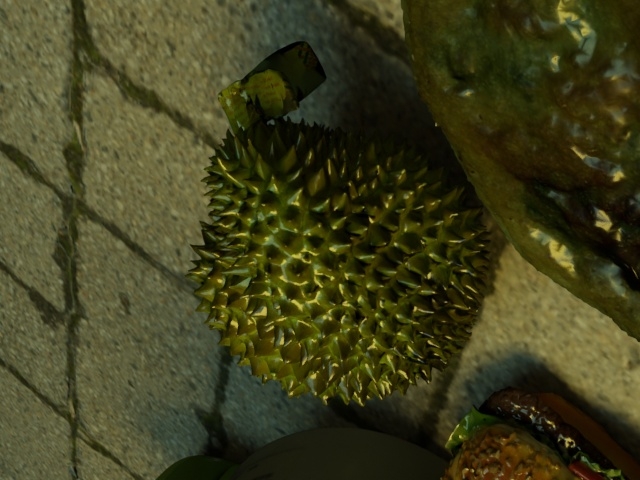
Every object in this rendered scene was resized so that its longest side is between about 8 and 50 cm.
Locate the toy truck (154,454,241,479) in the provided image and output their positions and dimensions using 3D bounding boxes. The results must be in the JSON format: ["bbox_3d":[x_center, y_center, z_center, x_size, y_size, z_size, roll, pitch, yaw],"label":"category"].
[{"bbox_3d":[-0.061,0.258,1.070,0.211,0.148,0.187,-25,100,34],"label":"toy truck"}]

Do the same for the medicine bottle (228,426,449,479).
[{"bbox_3d":[-0.002,0.275,0.862,0.238,0.232,0.237,7,114,16],"label":"medicine bottle"}]

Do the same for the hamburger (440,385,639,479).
[{"bbox_3d":[0.140,0.164,0.785,0.166,0.087,0.137,42,145,10],"label":"hamburger"}]

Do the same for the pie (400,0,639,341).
[{"bbox_3d":[0.162,-0.049,0.575,0.323,0.070,0.323,30,143,26],"label":"pie"}]

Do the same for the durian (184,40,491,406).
[{"bbox_3d":[0.008,0.011,0.724,0.159,0.146,0.198,32,161,28],"label":"durian"}]
